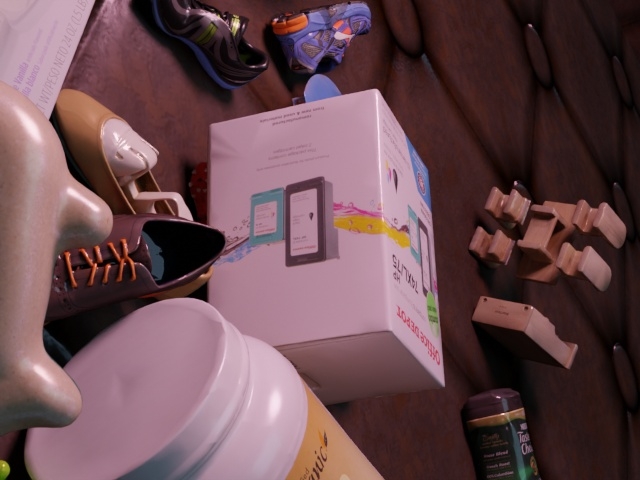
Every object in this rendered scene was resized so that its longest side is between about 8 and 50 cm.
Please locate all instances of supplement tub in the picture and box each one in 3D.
[{"bbox_3d":[-0.075,0.222,1.011,0.316,0.228,0.228,53,34,-32],"label":"supplement tub"}]

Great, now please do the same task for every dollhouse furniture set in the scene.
[{"bbox_3d":[0.361,0.059,1.919,0.161,0.212,0.242,38,70,-45],"label":"dollhouse furniture set"}]

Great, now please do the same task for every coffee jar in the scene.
[{"bbox_3d":[0.267,0.308,1.739,0.096,0.079,0.184,1,74,-61],"label":"coffee jar"}]

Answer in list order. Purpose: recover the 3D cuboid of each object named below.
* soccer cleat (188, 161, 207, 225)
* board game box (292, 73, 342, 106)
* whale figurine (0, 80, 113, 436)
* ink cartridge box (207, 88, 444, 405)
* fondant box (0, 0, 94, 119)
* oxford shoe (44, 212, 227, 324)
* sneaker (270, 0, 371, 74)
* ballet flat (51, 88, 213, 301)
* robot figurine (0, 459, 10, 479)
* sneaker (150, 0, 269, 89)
[{"bbox_3d":[-0.121,-0.043,1.290,0.035,0.029,0.083,15,65,-68],"label":"soccer cleat"},{"bbox_3d":[0.002,-0.130,1.556,0.133,0.033,0.168,-8,88,-66],"label":"board game box"},{"bbox_3d":[-0.256,0.014,0.874,0.141,0.216,0.272,165,-93,-82],"label":"whale figurine"},{"bbox_3d":[0.006,0.019,1.272,0.198,0.197,0.270,47,36,-59],"label":"ink cartridge box"},{"bbox_3d":[-0.312,-0.256,0.904,0.330,0.096,0.238,33,70,-49],"label":"fondant box"},{"bbox_3d":[-0.199,0.015,1.005,0.271,0.098,0.096,-15,91,-46],"label":"oxford shoe"},{"bbox_3d":[0.003,-0.269,1.600,0.221,0.083,0.087,-28,113,-56],"label":"sneaker"},{"bbox_3d":[-0.172,-0.050,1.151,0.232,0.073,0.080,63,29,-18],"label":"ballet flat"},{"bbox_3d":[-0.247,0.213,0.877,0.115,0.067,0.101,49,45,-37],"label":"robot figurine"},{"bbox_3d":[-0.124,-0.244,1.338,0.188,0.078,0.067,43,40,-42],"label":"sneaker"}]
